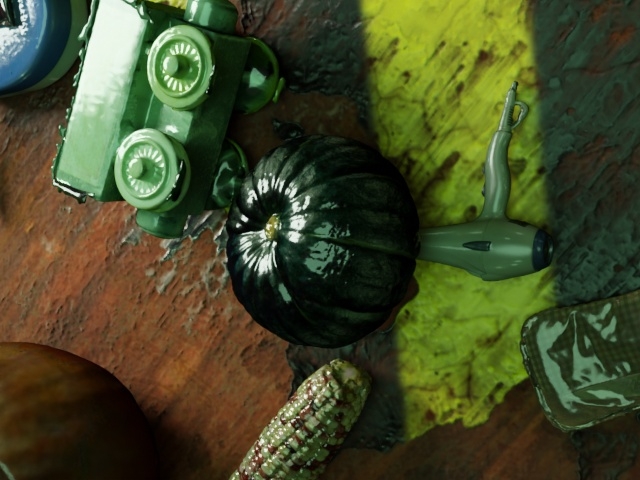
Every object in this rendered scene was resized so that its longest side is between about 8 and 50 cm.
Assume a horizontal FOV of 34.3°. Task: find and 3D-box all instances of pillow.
[{"bbox_3d":[0.310,0.113,1.048,0.211,0.034,0.135,-22,90,24],"label":"pillow"}]

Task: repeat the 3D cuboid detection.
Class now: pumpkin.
[{"bbox_3d":[0.000,0.000,1.073,0.221,0.162,0.220,-14,69,40],"label":"pumpkin"}]

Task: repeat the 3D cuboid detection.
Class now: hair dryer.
[{"bbox_3d":[0.148,-0.052,1.085,0.167,0.067,0.199,-13,82,28],"label":"hair dryer"}]

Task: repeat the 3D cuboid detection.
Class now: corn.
[{"bbox_3d":[-0.032,0.240,1.169,0.086,0.086,0.253,39,107,12],"label":"corn"}]

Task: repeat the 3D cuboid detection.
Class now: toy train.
[{"bbox_3d":[-0.170,-0.143,1.139,0.188,0.159,0.271,24,105,27],"label":"toy train"}]

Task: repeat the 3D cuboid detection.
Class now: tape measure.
[{"bbox_3d":[-0.378,-0.207,1.240,0.215,0.098,0.351,-8,96,23],"label":"tape measure"}]

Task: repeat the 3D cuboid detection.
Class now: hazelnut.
[{"bbox_3d":[-0.389,0.300,1.190,0.410,0.359,0.359,-19,90,28],"label":"hazelnut"}]
